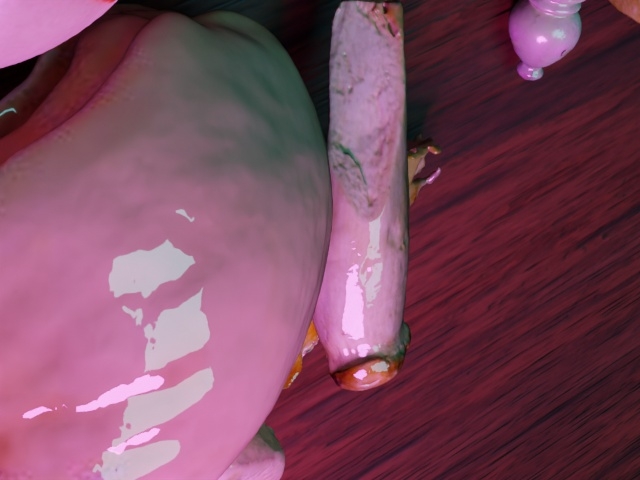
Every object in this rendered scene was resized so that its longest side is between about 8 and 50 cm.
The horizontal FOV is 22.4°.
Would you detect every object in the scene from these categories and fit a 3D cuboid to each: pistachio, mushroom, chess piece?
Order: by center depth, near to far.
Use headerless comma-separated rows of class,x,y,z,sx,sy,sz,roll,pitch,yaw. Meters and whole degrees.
pistachio,-0.156,0.029,1.218,0.365,0.281,0.445,28,80,-47
mushroom,0.035,-0.034,1.363,0.107,0.087,0.333,-71,163,-72
chess piece,0.231,-0.265,1.516,0.139,0.139,0.271,-21,141,-34

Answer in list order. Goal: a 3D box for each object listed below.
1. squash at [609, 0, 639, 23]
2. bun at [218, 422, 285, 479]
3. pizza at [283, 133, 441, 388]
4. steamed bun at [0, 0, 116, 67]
squash,0.406,-0.357,1.544,0.233,0.210,0.308,-46,156,-62
bun,-0.142,0.200,1.432,0.210,0.116,0.237,-40,158,33
pizza,0.000,0.000,1.484,0.297,0.071,0.189,-49,146,-7
steamed bun,-0.206,-0.273,0.906,0.374,0.241,0.374,-9,101,-52
